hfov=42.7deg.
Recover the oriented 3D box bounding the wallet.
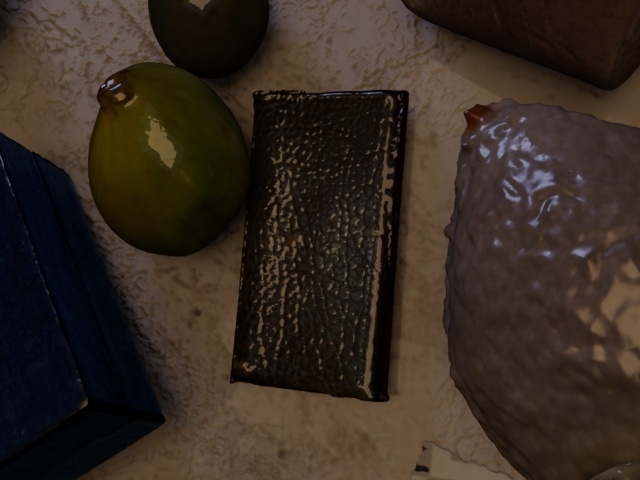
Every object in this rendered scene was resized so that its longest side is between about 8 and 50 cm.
[{"bbox_3d":[0.000,0.000,0.655,0.133,0.039,0.243,2,85,20],"label":"wallet"}]

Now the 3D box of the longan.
[{"bbox_3d":[-0.096,-0.186,0.672,0.119,0.106,0.106,-15,78,51],"label":"longan"}]

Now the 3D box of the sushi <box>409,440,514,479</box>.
[{"bbox_3d":[0.153,0.362,0.562,0.320,0.069,0.339,22,89,14],"label":"sushi"}]

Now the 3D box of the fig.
[{"bbox_3d":[-0.121,-0.063,0.648,0.136,0.121,0.153,-11,96,31],"label":"fig"}]

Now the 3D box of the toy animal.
[{"bbox_3d":[0.199,0.060,0.524,0.226,0.188,0.358,-41,76,0],"label":"toy animal"}]

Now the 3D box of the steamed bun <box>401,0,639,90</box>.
[{"bbox_3d":[0.192,-0.272,0.554,0.251,0.199,0.301,34,93,15],"label":"steamed bun"}]

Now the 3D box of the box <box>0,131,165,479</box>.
[{"bbox_3d":[-0.302,0.097,0.654,0.279,0.116,0.261,-32,65,8],"label":"box"}]
